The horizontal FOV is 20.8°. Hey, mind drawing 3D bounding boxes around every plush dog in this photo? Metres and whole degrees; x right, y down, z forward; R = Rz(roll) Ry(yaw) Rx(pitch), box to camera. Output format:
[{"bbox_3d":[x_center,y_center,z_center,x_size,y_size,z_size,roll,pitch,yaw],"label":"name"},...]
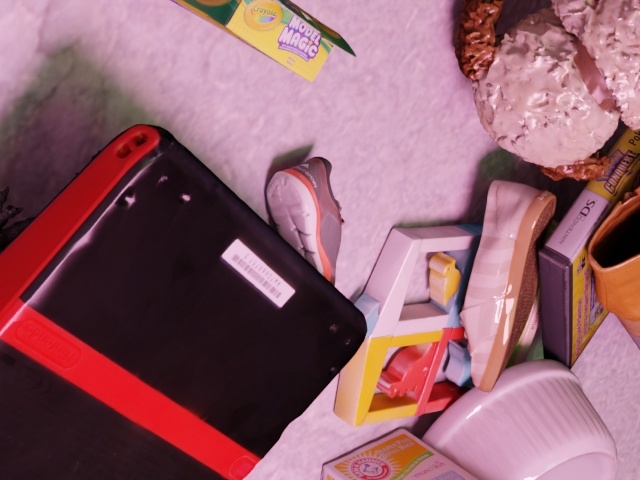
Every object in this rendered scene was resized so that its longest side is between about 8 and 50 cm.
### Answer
[{"bbox_3d":[0.238,-0.152,1.491,0.225,0.210,0.262,-33,115,13],"label":"plush dog"}]

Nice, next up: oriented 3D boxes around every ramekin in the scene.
[{"bbox_3d":[0.200,0.228,1.747,0.207,0.109,0.207,-26,144,-20],"label":"ramekin"}]

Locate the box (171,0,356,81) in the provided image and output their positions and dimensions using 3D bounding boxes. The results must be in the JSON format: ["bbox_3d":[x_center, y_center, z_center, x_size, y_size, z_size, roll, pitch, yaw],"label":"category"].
[{"bbox_3d":[-0.065,-0.162,1.156,0.105,0.179,0.043,28,92,-53],"label":"box"}]

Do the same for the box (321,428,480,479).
[{"bbox_3d":[0.102,0.281,1.637,0.114,0.203,0.103,-19,127,-38],"label":"box"}]

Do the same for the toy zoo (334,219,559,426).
[{"bbox_3d":[0.114,0.076,1.652,0.293,0.030,0.192,-5,118,-47],"label":"toy zoo"}]

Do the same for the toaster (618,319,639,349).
[{"bbox_3d":[0.425,0.076,1.890,0.227,0.146,0.129,-11,146,-46],"label":"toaster"}]

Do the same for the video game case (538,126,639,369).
[{"bbox_3d":[0.295,-0.019,1.719,0.248,0.035,0.275,-53,159,-17],"label":"video game case"}]

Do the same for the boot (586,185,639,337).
[{"bbox_3d":[0.381,-0.030,1.632,0.295,0.104,0.211,-39,153,-3],"label":"boot"}]

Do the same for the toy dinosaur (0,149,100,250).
[{"bbox_3d":[-0.185,0.002,1.236,0.268,0.064,0.118,-33,143,-26],"label":"toy dinosaur"}]

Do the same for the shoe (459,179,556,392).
[{"bbox_3d":[0.166,0.042,1.623,0.076,0.058,0.219,-43,149,-56],"label":"shoe"}]

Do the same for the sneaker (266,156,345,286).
[{"bbox_3d":[0.000,0.000,1.447,0.065,0.061,0.158,-38,139,-35],"label":"sneaker"}]

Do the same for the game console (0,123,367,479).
[{"bbox_3d":[-0.153,0.115,1.304,0.342,0.060,0.386,-49,147,-2],"label":"game console"}]
